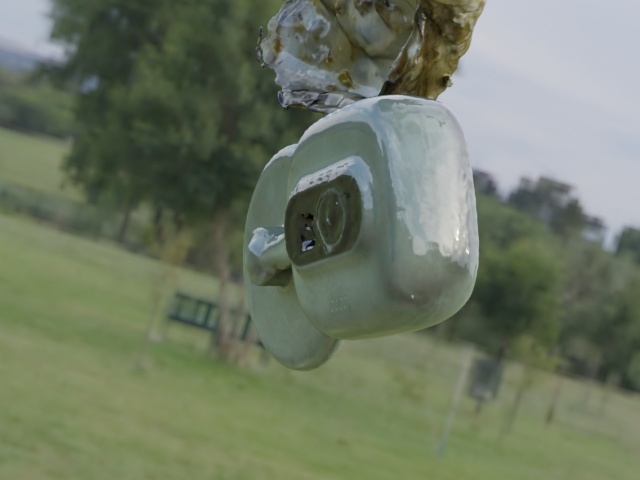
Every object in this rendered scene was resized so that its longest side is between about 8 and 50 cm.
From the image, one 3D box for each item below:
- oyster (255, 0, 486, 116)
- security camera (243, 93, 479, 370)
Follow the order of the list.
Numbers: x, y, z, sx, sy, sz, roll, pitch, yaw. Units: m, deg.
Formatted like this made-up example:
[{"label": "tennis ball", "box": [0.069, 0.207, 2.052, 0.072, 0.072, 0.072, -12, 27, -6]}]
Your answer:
[{"label": "oyster", "box": [0.041, -0.178, 1.545, 0.094, 0.166, 0.294, 2, 9, -29]}, {"label": "security camera", "box": [0.000, 0.000, 1.240, 0.080, 0.157, 0.301, -2, -9, -27]}]
